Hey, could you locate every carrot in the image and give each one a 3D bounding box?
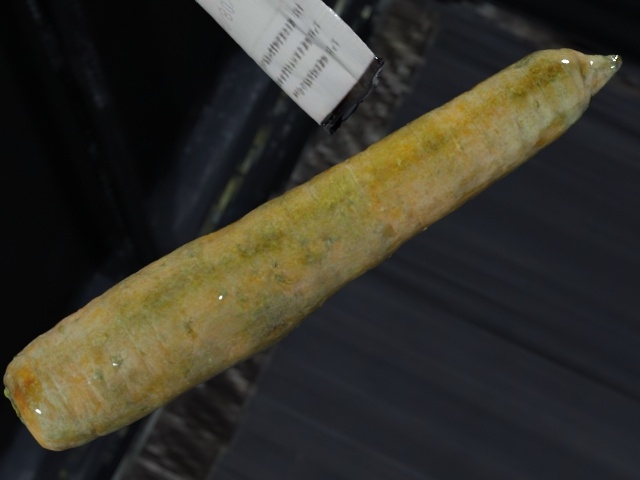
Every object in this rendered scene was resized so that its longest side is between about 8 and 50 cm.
[{"bbox_3d":[0.000,-0.001,0.863,0.342,0.070,0.070,-31,-18,-1],"label":"carrot"}]

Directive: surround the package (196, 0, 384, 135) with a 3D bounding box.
[{"bbox_3d":[-0.045,-0.157,1.113,0.062,0.204,0.251,-47,0,-2],"label":"package"}]
